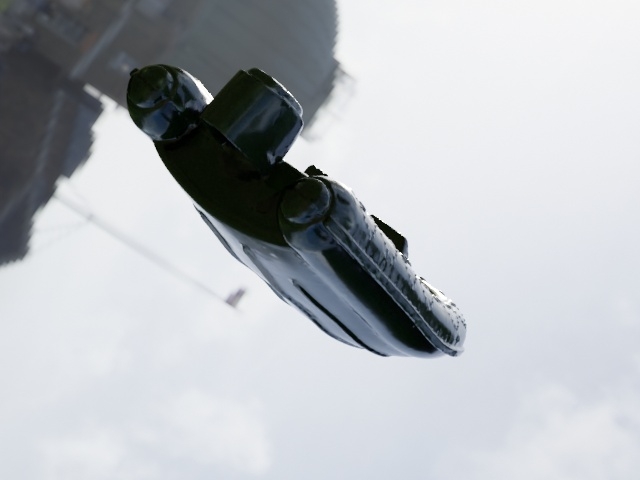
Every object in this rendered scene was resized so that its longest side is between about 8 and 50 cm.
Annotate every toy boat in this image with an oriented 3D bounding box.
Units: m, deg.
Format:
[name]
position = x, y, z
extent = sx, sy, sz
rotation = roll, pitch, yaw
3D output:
[toy boat]
position = 0.000, 0.000, 0.576
extent = 0.104, 0.210, 0.052
rotation = 34, -95, 29
